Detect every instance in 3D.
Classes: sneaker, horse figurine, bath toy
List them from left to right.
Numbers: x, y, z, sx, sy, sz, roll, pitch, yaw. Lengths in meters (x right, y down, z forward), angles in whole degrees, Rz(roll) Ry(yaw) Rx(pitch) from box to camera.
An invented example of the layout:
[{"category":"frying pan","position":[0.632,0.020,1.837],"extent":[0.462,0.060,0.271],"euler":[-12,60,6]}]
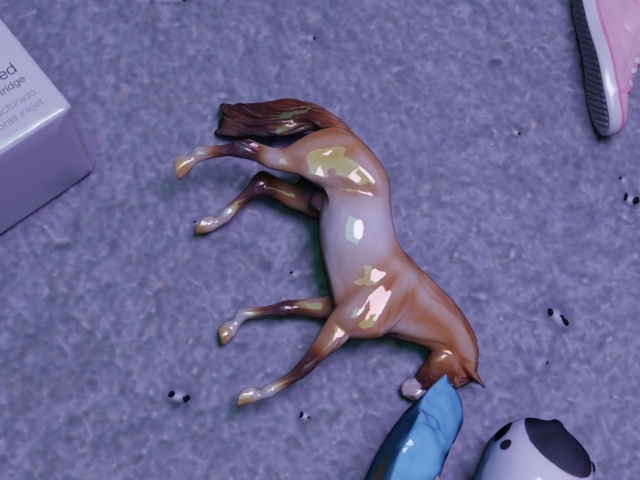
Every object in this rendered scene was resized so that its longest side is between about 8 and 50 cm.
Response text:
[{"category":"horse figurine","position":[0.000,0.000,0.696],"extent":[0.174,0.066,0.263],"euler":[-16,76,-4]},{"category":"sneaker","position":[0.244,-0.148,0.771],"extent":[0.070,0.051,0.134],"euler":[-3,68,0]},{"category":"bath toy","position":[0.198,0.207,0.604],"extent":[0.348,0.129,0.151],"euler":[24,65,1]}]

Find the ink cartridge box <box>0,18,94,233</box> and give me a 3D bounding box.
[{"category":"ink cartridge box","position":[-0.323,-0.115,0.679],"extent":[0.197,0.114,0.273],"euler":[-37,78,-15]}]
